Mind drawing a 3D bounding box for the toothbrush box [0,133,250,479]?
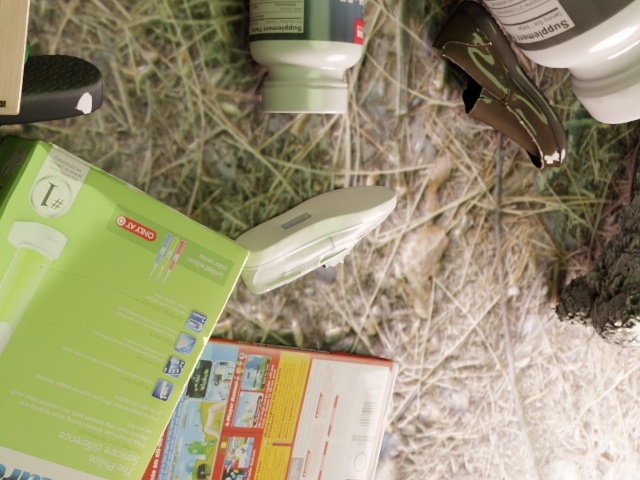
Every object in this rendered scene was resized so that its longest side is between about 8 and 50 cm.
[{"bbox_3d":[-0.222,0.083,0.734,0.206,0.122,0.283,29,82,-32],"label":"toothbrush box"}]

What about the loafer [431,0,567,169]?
[{"bbox_3d":[0.197,-0.161,0.987,0.078,0.080,0.220,-37,106,4],"label":"loafer"}]

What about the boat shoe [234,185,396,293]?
[{"bbox_3d":[0.000,0.000,0.893,0.184,0.066,0.063,-28,125,-27],"label":"boat shoe"}]

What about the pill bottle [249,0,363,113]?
[{"bbox_3d":[-0.013,-0.210,0.823,0.108,0.108,0.180,-4,100,-31],"label":"pill bottle"}]

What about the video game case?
[{"bbox_3d":[-0.057,0.209,0.910,0.285,0.025,0.204,11,92,-32],"label":"video game case"}]

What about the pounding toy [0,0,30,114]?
[{"bbox_3d":[-0.266,-0.225,0.638,0.094,0.181,0.206,-4,126,-31],"label":"pounding toy"}]

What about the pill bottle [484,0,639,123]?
[{"bbox_3d":[0.248,-0.309,0.880,0.363,0.210,0.210,47,73,-19],"label":"pill bottle"}]

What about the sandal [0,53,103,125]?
[{"bbox_3d":[-0.294,-0.097,0.685,0.255,0.097,0.054,-10,129,-29],"label":"sandal"}]

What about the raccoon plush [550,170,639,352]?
[{"bbox_3d":[0.406,-0.071,1.105,0.299,0.216,0.446,-16,77,-14],"label":"raccoon plush"}]
